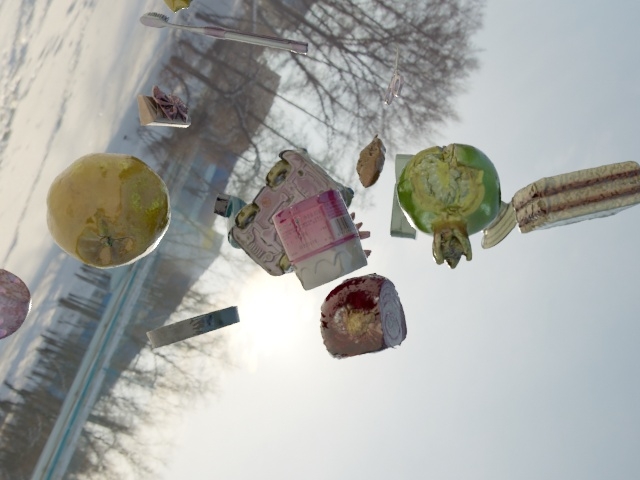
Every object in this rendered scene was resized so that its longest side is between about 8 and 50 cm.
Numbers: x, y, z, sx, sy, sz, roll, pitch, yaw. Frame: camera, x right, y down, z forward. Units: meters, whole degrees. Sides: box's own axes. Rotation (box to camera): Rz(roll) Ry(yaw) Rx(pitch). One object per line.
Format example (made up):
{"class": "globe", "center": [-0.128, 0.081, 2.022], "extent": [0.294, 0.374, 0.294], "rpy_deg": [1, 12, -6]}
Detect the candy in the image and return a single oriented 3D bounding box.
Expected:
{"class": "candy", "center": [0.730, -0.122, 1.720], "extent": [0.179, 0.320, 0.135], "rpy_deg": [109, -32, -80]}

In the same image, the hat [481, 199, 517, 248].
{"class": "hat", "center": [0.639, -0.096, 2.237], "extent": [0.252, 0.110, 0.252], "rpy_deg": [-54, -175, 6]}

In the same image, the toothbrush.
{"class": "toothbrush", "center": [-0.195, -0.420, 1.218], "extent": [0.024, 0.354, 0.029], "rpy_deg": [93, 12, -54]}

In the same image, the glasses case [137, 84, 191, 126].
{"class": "glasses case", "center": [-0.401, -0.355, 1.602], "extent": [0.193, 0.070, 0.102], "rpy_deg": [-25, 111, -70]}

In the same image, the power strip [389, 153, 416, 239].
{"class": "power strip", "center": [0.293, -0.131, 1.867], "extent": [0.229, 0.141, 0.261], "rpy_deg": [7, 89, -79]}

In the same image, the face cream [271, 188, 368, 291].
{"class": "face cream", "center": [0.000, 0.000, 1.410], "extent": [0.175, 0.195, 0.175], "rpy_deg": [-23, 177, -1]}

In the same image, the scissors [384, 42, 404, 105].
{"class": "scissors", "center": [0.201, -0.452, 1.618], "extent": [0.100, 0.015, 0.189], "rpy_deg": [139, -38, -61]}

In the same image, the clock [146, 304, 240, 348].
{"class": "clock", "center": [-0.368, 0.255, 1.786], "extent": [0.280, 0.280, 0.055], "rpy_deg": [-26, -101, 60]}

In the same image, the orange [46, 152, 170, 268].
{"class": "orange", "center": [-0.487, -0.065, 1.398], "extent": [0.279, 0.279, 0.235], "rpy_deg": [-54, -155, 22]}

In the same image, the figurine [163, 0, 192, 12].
{"class": "figurine", "center": [-0.287, -0.594, 1.177], "extent": [0.228, 0.215, 0.215], "rpy_deg": [135, -22, -71]}

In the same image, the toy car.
{"class": "toy car", "center": [-0.072, -0.078, 1.764], "extent": [0.336, 0.242, 0.226], "rpy_deg": [-52, 168, 18]}

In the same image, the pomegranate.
{"class": "pomegranate", "center": [0.285, -0.072, 1.325], "extent": [0.236, 0.236, 0.302], "rpy_deg": [-41, -142, 47]}

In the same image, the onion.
{"class": "onion", "center": [0.097, 0.195, 1.568], "extent": [0.207, 0.216, 0.206], "rpy_deg": [-14, -101, 18]}

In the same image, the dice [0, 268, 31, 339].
{"class": "dice", "center": [-0.546, 0.105, 1.002], "extent": [0.093, 0.091, 0.094], "rpy_deg": [-48, -123, 8]}

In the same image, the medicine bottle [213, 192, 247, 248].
{"class": "medicine bottle", "center": [-0.307, -0.069, 2.125], "extent": [0.258, 0.124, 0.079], "rpy_deg": [-108, -147, -52]}

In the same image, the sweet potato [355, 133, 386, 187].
{"class": "sweet potato", "center": [0.119, -0.190, 1.397], "extent": [0.060, 0.068, 0.206], "rpy_deg": [-39, -161, 37]}

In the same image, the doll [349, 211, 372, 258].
{"class": "doll", "center": [0.050, -0.014, 1.927], "extent": [0.211, 0.262, 0.093], "rpy_deg": [-31, 142, -27]}
